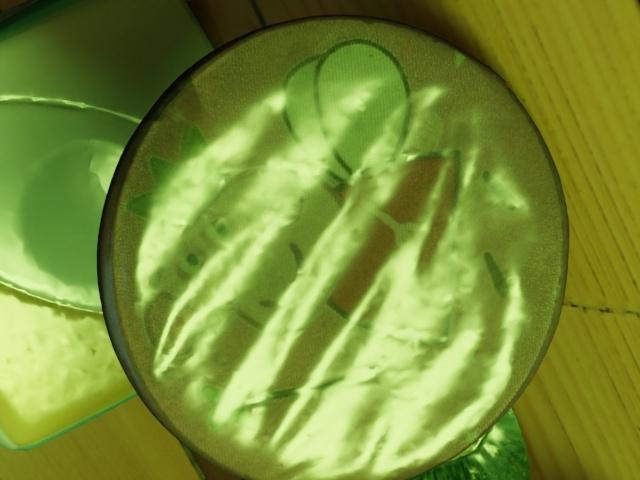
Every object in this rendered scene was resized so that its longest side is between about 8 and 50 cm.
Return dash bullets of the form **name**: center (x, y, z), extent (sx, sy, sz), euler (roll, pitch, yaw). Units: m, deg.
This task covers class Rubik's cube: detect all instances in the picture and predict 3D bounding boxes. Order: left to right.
- **Rubik's cube**: center (-0.259, -0.043, 1.250), extent (0.347, 0.352, 0.351), euler (65, 164, -17)

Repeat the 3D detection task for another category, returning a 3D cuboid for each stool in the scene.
- **stool**: center (0.000, 0.000, 0.795), extent (0.272, 0.272, 0.178), euler (63, 177, -11)

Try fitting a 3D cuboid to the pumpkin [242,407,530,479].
- **pumpkin**: center (0.017, 0.151, 1.078), extent (0.263, 0.197, 0.293), euler (26, 141, 65)
